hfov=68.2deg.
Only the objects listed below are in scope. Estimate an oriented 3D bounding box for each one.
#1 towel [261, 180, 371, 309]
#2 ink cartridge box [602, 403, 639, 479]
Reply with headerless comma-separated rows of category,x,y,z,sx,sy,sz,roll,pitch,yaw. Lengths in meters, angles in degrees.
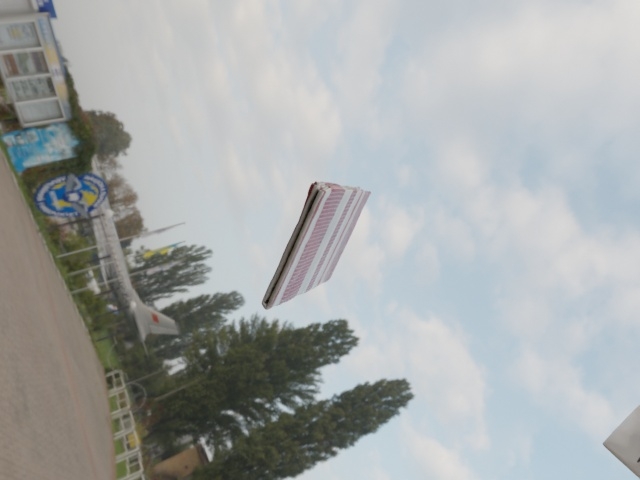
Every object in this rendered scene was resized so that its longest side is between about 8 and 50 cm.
towel,0.000,0.000,0.926,0.037,0.329,0.237,28,-78,15
ink cartridge box,0.487,0.316,0.554,0.172,0.100,0.237,42,4,-3
